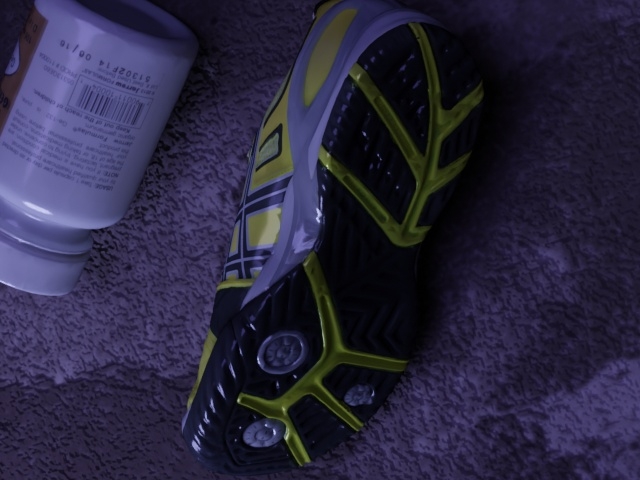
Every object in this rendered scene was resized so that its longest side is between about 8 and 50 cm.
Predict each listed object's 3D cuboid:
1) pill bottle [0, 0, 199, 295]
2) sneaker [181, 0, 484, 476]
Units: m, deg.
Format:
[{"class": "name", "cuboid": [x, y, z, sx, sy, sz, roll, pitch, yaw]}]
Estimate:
[{"class": "pill bottle", "cuboid": [-0.197, -0.080, 1.557, 0.131, 0.131, 0.229, 34, 109, 27]}, {"class": "sneaker", "cuboid": [0.000, 0.000, 1.455, 0.384, 0.145, 0.147, -65, 31, 19]}]
